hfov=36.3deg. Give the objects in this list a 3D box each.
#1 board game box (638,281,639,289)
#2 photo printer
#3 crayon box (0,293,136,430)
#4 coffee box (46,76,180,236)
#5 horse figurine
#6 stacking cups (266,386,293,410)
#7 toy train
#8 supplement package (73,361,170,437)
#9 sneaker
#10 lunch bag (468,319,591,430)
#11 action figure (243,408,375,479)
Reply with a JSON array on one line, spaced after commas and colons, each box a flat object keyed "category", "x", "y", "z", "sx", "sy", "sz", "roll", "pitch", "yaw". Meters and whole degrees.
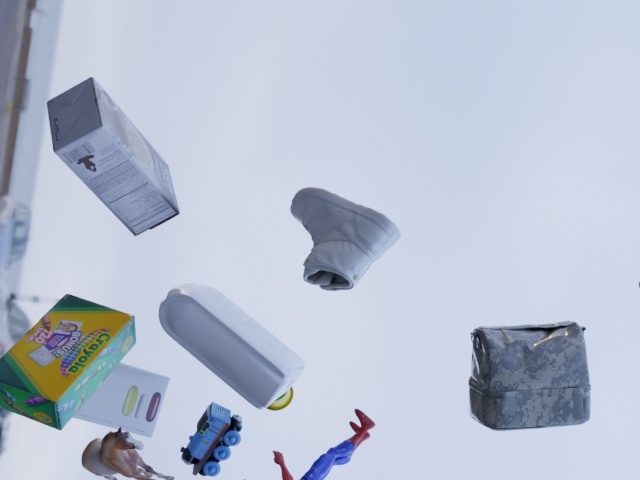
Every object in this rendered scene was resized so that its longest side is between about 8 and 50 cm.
[{"category": "board game box", "x": 0.661, "y": 0.211, "z": 1.659, "sx": 0.053, "sy": 0.193, "sz": 0.305, "roll": -47, "pitch": -141, "yaw": 47}, {"category": "photo printer", "x": -0.186, "y": 0.202, "z": 1.984, "sx": 0.107, "sy": 0.307, "sz": 0.256, "roll": -52, "pitch": 174, "yaw": 4}, {"category": "crayon box", "x": -0.508, "y": 0.234, "z": 1.933, "sx": 0.278, "sy": 0.165, "sz": 0.081, "roll": -54, "pitch": 155, "yaw": -49}, {"category": "coffee box", "x": -0.354, "y": -0.140, "z": 1.683, "sx": 0.246, "sy": 0.098, "sz": 0.141, "roll": 54, "pitch": 12, "yaw": -48}, {"category": "horse figurine", "x": -0.361, "y": 0.400, "z": 1.761, "sx": 0.263, "sy": 0.174, "sz": 0.066, "roll": -12, "pitch": -134, "yaw": 53}, {"category": "stacking cups", "x": -0.141, "y": 0.329, "z": 2.462, "sx": 0.316, "sy": 0.096, "sz": 0.096, "roll": 73, "pitch": 13, "yaw": -58}, {"category": "toy train", "x": -0.259, "y": 0.476, "z": 2.318, "sx": 0.184, "sy": 0.105, "sz": 0.080, "roll": -57, "pitch": -168, "yaw": 16}, {"category": "supplement package", "x": -0.514, "y": 0.332, "z": 2.207, "sx": 0.204, "sy": 0.262, "sz": 0.145, "roll": 2, "pitch": -108, "yaw": 52}, {"category": "sneaker", "x": 0.000, "y": 0.000, "z": 1.871, "sx": 0.169, "sy": 0.108, "sz": 0.292, "roll": -49, "pitch": -144, "yaw": -16}, {"category": "lunch bag", "x": 0.539, "y": 0.340, "z": 2.519, "sx": 0.212, "sy": 0.305, "sz": 0.256, "roll": -152, "pitch": -120, "yaw": -82}, {"category": "action figure", "x": -0.040, "y": 0.400, "z": 1.748, "sx": 0.280, "sy": 0.139, "sz": 0.091, "roll": -46, "pitch": 162, "yaw": -31}]
